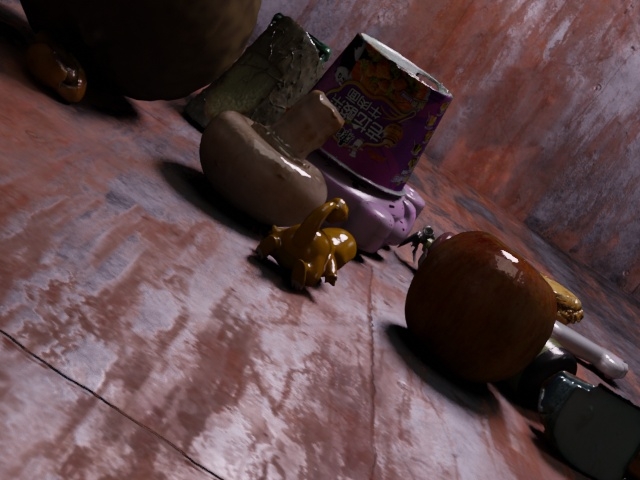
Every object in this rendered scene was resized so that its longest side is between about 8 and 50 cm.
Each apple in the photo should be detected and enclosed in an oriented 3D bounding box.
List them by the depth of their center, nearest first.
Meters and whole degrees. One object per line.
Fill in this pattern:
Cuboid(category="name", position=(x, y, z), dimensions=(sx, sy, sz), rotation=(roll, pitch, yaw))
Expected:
Cuboid(category="apple", position=(0.227, 0.095, 1.635), dimensions=(0.211, 0.188, 0.211), rotation=(37, 12, -9))

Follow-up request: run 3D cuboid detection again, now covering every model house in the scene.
Cuboid(category="model house", position=(0.363, 0.248, 1.624), dimensions=(0.148, 0.119, 0.148), rotation=(30, 3, -16))

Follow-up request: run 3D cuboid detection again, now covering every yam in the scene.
Cuboid(category="yam", position=(-0.110, -0.265, 2.061), dimensions=(0.154, 0.254, 0.154), rotation=(42, -9, 8))

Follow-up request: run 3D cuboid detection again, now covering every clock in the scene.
Cuboid(category="clock", position=(0.031, -0.093, 1.999), dimensions=(0.295, 0.113, 0.322), rotation=(36, 13, 3))

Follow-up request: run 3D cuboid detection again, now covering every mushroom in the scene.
Cuboid(category="mushroom", position=(-0.070, -0.119, 1.666), dimensions=(0.206, 0.209, 0.206), rotation=(25, 41, -25))

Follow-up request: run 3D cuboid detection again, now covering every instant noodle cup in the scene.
Cuboid(category="instant noodle cup", position=(0.093, -0.222, 1.944), dimensions=(0.251, 0.190, 0.251), rotation=(32, 15, -10))

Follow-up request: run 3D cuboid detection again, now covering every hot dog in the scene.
Cuboid(category="hot dog", position=(-0.375, -0.249, 1.637), dimensions=(0.089, 0.060, 0.140), rotation=(32, 7, -34))

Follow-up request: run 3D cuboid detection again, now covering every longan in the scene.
Cuboid(category="longan", position=(-0.279, -0.403, 1.765), dimensions=(0.391, 0.391, 0.391), rotation=(33, 12, -8))

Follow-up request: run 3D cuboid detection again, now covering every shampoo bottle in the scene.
Cuboid(category="shampoo bottle", position=(0.271, 0.138, 1.786), dimensions=(0.101, 0.101, 0.284), rotation=(22, 17, -45))

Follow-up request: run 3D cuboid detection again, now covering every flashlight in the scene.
Cuboid(category="flashlight", position=(0.520, 0.217, 2.280), dimensions=(0.200, 0.048, 0.093), rotation=(29, 13, -14))

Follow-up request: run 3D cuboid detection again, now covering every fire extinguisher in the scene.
Cuboid(category="fire extinguisher", position=(0.260, 0.066, 2.063), dimensions=(0.269, 0.105, 0.105), rotation=(37, 12, 8))

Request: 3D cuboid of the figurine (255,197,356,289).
Cuboid(category="figurine", position=(0.003, -0.003, 1.556), dimensions=(0.121, 0.122, 0.176), rotation=(37, 13, 20))

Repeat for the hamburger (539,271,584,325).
Cuboid(category="hamburger", position=(0.484, 0.124, 2.452), dimensions=(0.138, 0.083, 0.147), rotation=(22, 16, -35))

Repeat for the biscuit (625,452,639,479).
Cuboid(category="biscuit", position=(0.477, 0.315, 1.784), dimensions=(0.262, 0.052, 0.277), rotation=(29, 12, -47))

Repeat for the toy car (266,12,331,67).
Cuboid(category="toy car", position=(-0.076, -0.305, 2.258), dimensions=(0.141, 0.097, 0.321), rotation=(36, -28, 3))
